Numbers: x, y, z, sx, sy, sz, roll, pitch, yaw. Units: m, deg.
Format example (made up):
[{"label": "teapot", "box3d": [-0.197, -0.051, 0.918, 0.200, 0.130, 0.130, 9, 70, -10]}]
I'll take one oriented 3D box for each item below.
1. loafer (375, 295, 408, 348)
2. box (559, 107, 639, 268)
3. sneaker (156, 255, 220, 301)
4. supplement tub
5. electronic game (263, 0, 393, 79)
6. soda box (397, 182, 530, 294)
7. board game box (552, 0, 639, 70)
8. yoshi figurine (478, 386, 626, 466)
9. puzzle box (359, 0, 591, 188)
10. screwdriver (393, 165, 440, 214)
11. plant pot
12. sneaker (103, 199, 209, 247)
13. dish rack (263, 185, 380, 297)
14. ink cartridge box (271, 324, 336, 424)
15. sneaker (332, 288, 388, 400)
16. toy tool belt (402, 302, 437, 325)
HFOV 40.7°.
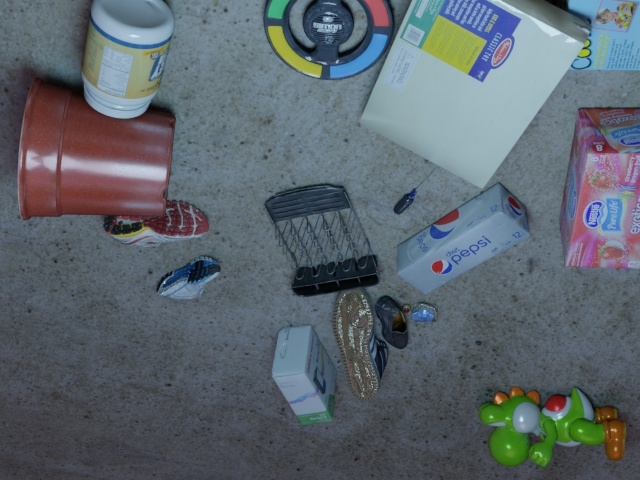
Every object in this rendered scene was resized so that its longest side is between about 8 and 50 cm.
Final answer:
[{"label": "loafer", "box3d": [0.180, 0.208, 2.057, 0.062, 0.061, 0.170, -42, 133, -15]}, {"label": "box", "box3d": [0.558, -0.096, 1.666, 0.154, 0.142, 0.300, 2, 135, 6]}, {"label": "sneaker", "box3d": [-0.293, 0.097, 2.022, 0.190, 0.071, 0.083, -21, 135, 36]}, {"label": "supplement tub", "box3d": [-0.348, -0.333, 1.539, 0.144, 0.144, 0.200, 17, 135, -10]}, {"label": "electronic game", "box3d": [0.014, -0.381, 1.516, 0.229, 0.048, 0.229, 4, 135, 4]}, {"label": "soda box", "box3d": [0.297, 0.001, 1.830, 0.098, 0.091, 0.286, 36, 129, -27]}, {"label": "board game box", "box3d": [0.525, -0.372, 1.396, 0.275, 0.142, 0.144, 2, 136, 5]}, {"label": "yoshi figurine", "box3d": [0.589, 0.511, 2.236, 0.362, 0.203, 0.203, 5, 142, 6]}, {"label": "puzzle box", "box3d": [0.246, -0.275, 1.475, 0.272, 0.052, 0.409, 29, 147, 2]}, {"label": "screwdriver", "box3d": [0.204, -0.114, 1.782, 0.025, 0.024, 0.170, 41, 125, 7]}, {"label": "plant pot", "box3d": [-0.420, -0.159, 1.658, 0.265, 0.272, 0.272, 6, 136, -11]}, {"label": "sneaker", "box3d": [-0.355, -0.032, 1.897, 0.225, 0.088, 0.093, 0, 155, 7]}, {"label": "dish rack", "box3d": [0.000, 0.000, 1.878, 0.208, 0.074, 0.271, -11, 132, 16]}, {"label": "ink cartridge box", "box3d": [-0.037, 0.336, 2.159, 0.093, 0.154, 0.212, -12, 132, 18]}, {"label": "sneaker", "box3d": [0.100, 0.228, 2.091, 0.099, 0.153, 0.282, -5, 104, 15]}, {"label": "toy tool belt", "box3d": [0.235, 0.176, 2.039, 0.083, 0.051, 0.052, 3, 135, 4]}]
